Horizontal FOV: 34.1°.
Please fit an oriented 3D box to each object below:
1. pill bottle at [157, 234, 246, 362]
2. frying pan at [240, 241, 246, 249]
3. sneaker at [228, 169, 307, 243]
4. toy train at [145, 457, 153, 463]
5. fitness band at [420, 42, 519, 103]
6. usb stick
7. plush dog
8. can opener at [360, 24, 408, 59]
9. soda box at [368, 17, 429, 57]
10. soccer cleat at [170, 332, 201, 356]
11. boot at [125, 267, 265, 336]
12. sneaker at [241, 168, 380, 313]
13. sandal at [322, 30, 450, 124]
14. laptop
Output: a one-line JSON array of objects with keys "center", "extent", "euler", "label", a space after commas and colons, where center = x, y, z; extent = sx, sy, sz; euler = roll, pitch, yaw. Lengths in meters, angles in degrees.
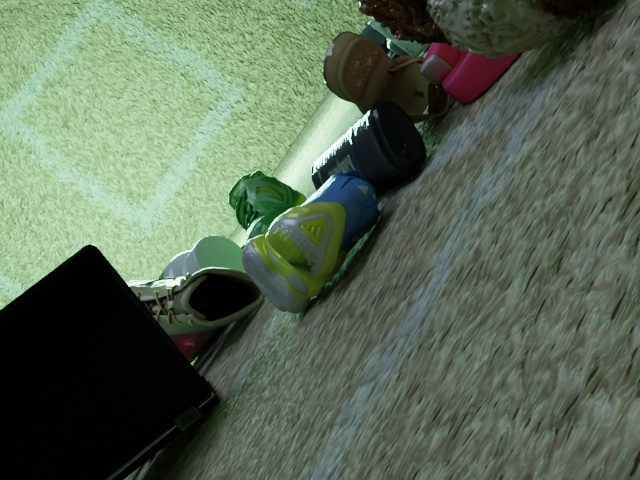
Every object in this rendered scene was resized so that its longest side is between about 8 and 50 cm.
[{"center": [-0.217, 0.101, 1.756], "extent": [0.245, 0.136, 0.136], "euler": [-49, 9, 41], "label": "pill bottle"}, {"center": [-0.167, 0.064, 2.001], "extent": [0.326, 0.053, 0.197], "euler": [-55, 7, 31], "label": "frying pan"}, {"center": [-0.092, -0.035, 1.603], "extent": [0.109, 0.123, 0.295], "euler": [-54, 8, 10], "label": "sneaker"}, {"center": [-0.234, 0.286, 1.501], "extent": [0.024, 0.017, 0.083], "euler": [-35, 19, 44], "label": "toy train"}, {"center": [0.187, -0.250, 1.001], "extent": [0.209, 0.054, 0.291], "euler": [-49, 10, 42], "label": "fitness band"}, {"center": [0.043, -0.079, 1.095], "extent": [0.045, 0.077, 0.278], "euler": [-31, 0, -15], "label": "usb stick"}, {"center": [0.148, -0.239, 0.784], "extent": [0.262, 0.211, 0.225], "euler": [-9, 59, 51], "label": "plush dog"}, {"center": [0.127, -0.366, 1.782], "extent": [0.076, 0.095, 0.283], "euler": [-59, 1, -26], "label": "can opener"}, {"center": [0.194, -0.427, 1.610], "extent": [0.286, 0.098, 0.091], "euler": [-57, 7, -18], "label": "soda box"}, {"center": [-0.250, 0.184, 1.692], "extent": [0.095, 0.083, 0.248], "euler": [-89, 18, -65], "label": "soccer cleat"}, {"center": [-0.222, 0.095, 1.505], "extent": [0.203, 0.262, 0.095], "euler": [155, 111, -72], "label": "boot"}, {"center": [0.000, 0.000, 1.055], "extent": [0.126, 0.091, 0.240], "euler": [-39, 2, -19], "label": "sneaker"}, {"center": [0.090, -0.146, 1.054], "extent": [0.240, 0.079, 0.088], "euler": [11, -79, -62], "label": "sandal"}, {"center": [-0.342, 0.217, 1.243], "extent": [0.382, 0.236, 0.408], "euler": [-38, 4, -9], "label": "laptop"}]
